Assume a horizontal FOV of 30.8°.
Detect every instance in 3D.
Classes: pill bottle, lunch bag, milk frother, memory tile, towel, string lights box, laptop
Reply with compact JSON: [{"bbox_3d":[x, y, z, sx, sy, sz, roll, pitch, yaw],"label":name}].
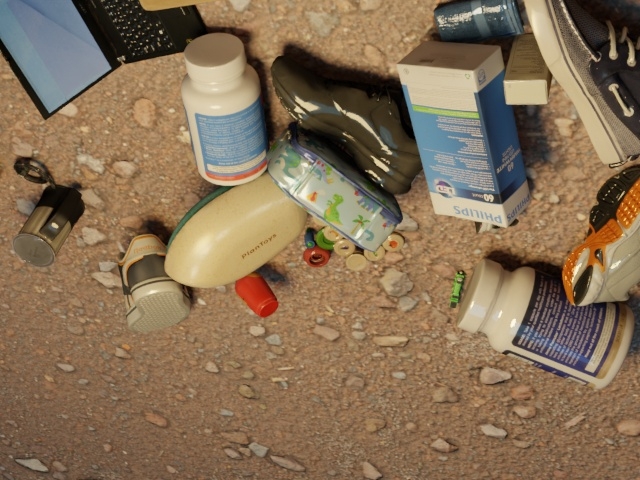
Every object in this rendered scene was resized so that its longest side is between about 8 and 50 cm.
[{"bbox_3d":[-0.149,-0.204,1.800,0.124,0.124,0.221,8,136,13],"label":"pill bottle"},{"bbox_3d":[0.020,-0.088,1.798,0.219,0.176,0.090,36,103,-13],"label":"lunch bag"},{"bbox_3d":[0.369,0.133,1.925,0.265,0.153,0.153,21,137,-2],"label":"pill bottle"},{"bbox_3d":[-0.510,-0.052,2.081,0.143,0.134,0.129,25,136,-5],"label":"milk frother"},{"bbox_3d":[0.064,-0.018,1.966,0.113,0.012,0.148,-26,123,18],"label":"memory tile"},{"bbox_3d":[0.221,-0.308,1.625,0.120,0.029,0.067,-7,130,27],"label":"towel"},{"bbox_3d":[0.209,-0.152,1.672,0.133,0.077,0.259,13,134,39],"label":"string lights box"},{"bbox_3d":[-0.340,-0.329,1.736,0.264,0.136,0.234,-6,132,26],"label":"laptop"}]

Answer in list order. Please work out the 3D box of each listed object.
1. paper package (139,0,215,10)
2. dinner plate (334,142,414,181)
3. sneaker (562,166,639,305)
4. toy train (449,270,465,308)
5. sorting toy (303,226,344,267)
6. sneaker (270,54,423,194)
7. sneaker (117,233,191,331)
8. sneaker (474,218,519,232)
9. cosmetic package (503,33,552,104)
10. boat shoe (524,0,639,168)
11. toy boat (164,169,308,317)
[{"bbox_3d":[-0.118,-0.476,1.481,0.325,0.168,0.309,-3,130,24],"label":"paper package"},{"bbox_3d":[0.089,-0.129,1.864,0.141,0.017,0.141,11,136,11],"label":"dinner plate"},{"bbox_3d":[0.479,-0.006,1.806,0.121,0.099,0.262,3,133,-22],"label":"sneaker"},{"bbox_3d":[0.237,0.087,2.022,0.017,0.023,0.083,14,137,7],"label":"toy train"},{"bbox_3d":[0.000,0.000,2.019,0.061,0.042,0.102,19,127,-21],"label":"sorting toy"},{"bbox_3d":[0.054,-0.199,1.758,0.286,0.109,0.130,36,115,-12],"label":"sneaker"},{"bbox_3d":[-0.309,0.080,2.161,0.126,0.127,0.321,-11,164,-14],"label":"sneaker"},{"bbox_3d":[0.290,-0.090,1.806,0.077,0.072,0.178,-1,137,-10],"label":"sneaker"},{"bbox_3d":[0.291,-0.237,1.606,0.060,0.115,0.041,3,134,19],"label":"cosmetic package"},{"bbox_3d":[0.401,-0.251,1.562,0.158,0.127,0.340,-18,133,26],"label":"boat shoe"},{"bbox_3d":[-0.144,0.005,1.971,0.148,0.268,0.318,50,163,30],"label":"toy boat"}]
